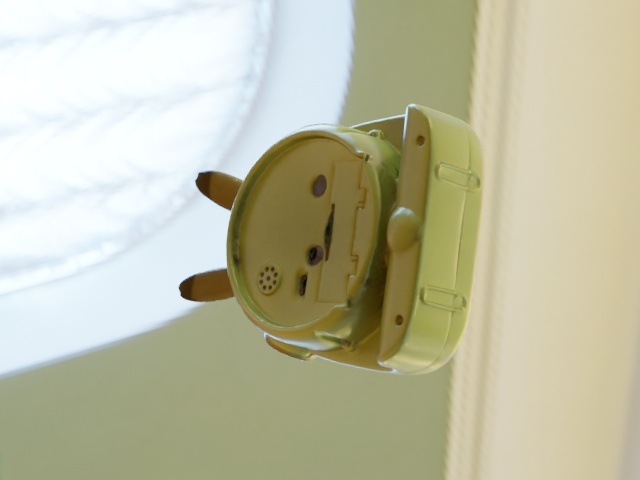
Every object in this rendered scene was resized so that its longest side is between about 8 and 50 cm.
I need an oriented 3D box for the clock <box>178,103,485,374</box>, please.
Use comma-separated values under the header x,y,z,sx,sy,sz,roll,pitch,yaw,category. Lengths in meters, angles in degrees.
x,y,z,sx,sy,sz,roll,pitch,yaw,category
0.000,0.000,1.136,0.232,0.069,0.170,-1,-100,44,clock
